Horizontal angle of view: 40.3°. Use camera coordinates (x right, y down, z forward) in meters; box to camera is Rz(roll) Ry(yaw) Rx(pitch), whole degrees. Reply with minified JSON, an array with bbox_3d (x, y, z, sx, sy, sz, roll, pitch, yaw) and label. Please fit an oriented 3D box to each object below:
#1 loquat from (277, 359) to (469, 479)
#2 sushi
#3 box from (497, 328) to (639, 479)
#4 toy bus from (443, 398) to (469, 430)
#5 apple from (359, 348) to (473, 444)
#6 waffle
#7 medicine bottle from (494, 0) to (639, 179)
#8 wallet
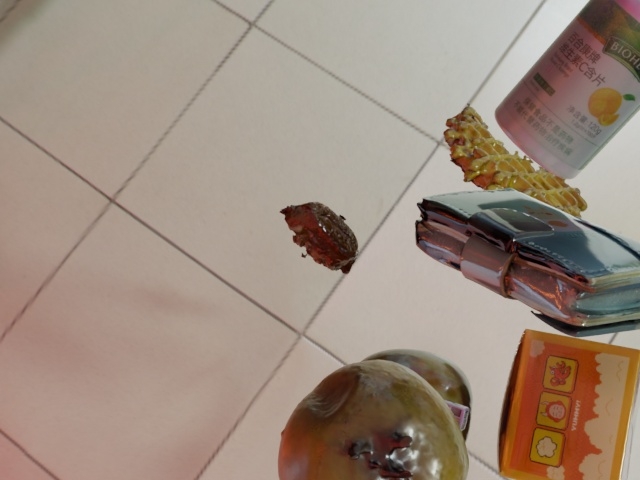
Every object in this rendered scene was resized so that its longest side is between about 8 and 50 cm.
[{"bbox_3d":[0.054,0.236,0.978,0.213,0.213,0.213,-1,74,4],"label":"loquat"},{"bbox_3d":[0.001,-0.002,1.027,0.060,0.061,0.118,-31,104,32],"label":"sushi"},{"bbox_3d":[0.454,0.312,1.561,0.213,0.283,0.260,8,81,23],"label":"box"},{"bbox_3d":[0.181,0.281,1.459,0.130,0.037,0.052,16,94,25],"label":"toy bus"},{"bbox_3d":[0.158,0.327,1.625,0.233,0.257,0.257,10,75,2],"label":"apple"},{"bbox_3d":[0.335,-0.108,1.465,0.293,0.260,0.069,30,119,-13],"label":"waffle"},{"bbox_3d":[0.340,-0.211,1.026,0.133,0.133,0.274,46,114,15],"label":"medicine bottle"},{"bbox_3d":[0.228,0.011,0.885,0.176,0.250,0.075,-6,113,-31],"label":"wallet"}]
